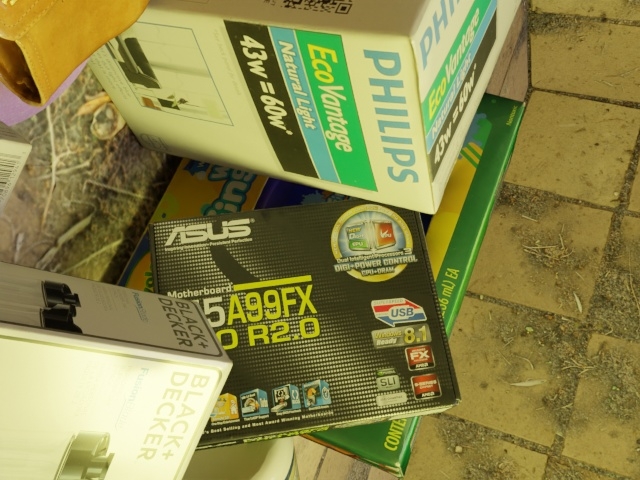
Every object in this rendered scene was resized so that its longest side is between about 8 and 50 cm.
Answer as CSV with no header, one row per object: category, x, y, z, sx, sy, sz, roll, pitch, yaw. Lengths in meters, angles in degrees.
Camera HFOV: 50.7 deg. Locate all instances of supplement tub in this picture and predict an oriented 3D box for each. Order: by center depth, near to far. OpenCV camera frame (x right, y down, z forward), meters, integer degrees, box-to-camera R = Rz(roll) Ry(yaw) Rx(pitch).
supplement tub,-0.137,0.362,0.932,0.228,0.228,0.316,-52,148,-42

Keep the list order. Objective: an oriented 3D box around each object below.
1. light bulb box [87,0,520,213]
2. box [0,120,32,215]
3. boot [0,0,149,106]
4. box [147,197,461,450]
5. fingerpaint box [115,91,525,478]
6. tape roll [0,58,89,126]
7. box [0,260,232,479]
light bulb box,-0.001,-0.261,0.692,0.358,0.361,0.225,-63,154,-24
box,-0.302,0.056,0.461,0.324,0.063,0.067,-61,157,12
boot,-0.176,-0.241,0.405,0.295,0.104,0.211,80,33,-53
box,-0.021,0.075,0.655,0.060,0.270,0.216,104,-21,-69
fingerpaint box,0.000,0.000,0.829,0.163,0.371,0.445,71,40,-66
tape roll,-0.267,-0.216,0.460,0.275,0.090,0.275,-47,145,-48
box,-0.220,0.100,0.417,0.290,0.087,0.169,18,104,-34
